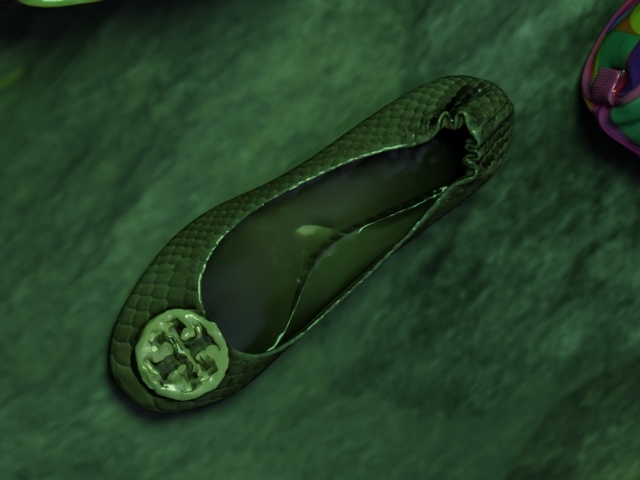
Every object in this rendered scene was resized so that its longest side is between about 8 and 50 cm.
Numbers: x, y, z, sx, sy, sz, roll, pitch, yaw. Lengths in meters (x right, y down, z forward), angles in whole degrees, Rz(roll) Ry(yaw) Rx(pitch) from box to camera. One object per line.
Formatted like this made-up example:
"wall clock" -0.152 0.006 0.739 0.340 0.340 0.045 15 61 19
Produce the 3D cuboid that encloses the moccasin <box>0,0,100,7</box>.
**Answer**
"moccasin" -0.178 -0.150 0.771 0.380 0.147 0.139 -1 98 -18

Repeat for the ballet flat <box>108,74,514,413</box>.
"ballet flat" 0.000 0.000 0.898 0.250 0.058 0.084 -36 106 -11

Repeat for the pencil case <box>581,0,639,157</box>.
"pencil case" 0.247 -0.040 0.955 0.236 0.104 0.104 39 85 -18
